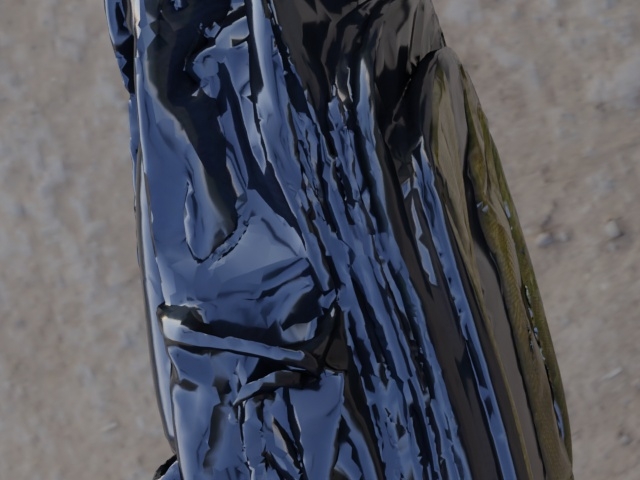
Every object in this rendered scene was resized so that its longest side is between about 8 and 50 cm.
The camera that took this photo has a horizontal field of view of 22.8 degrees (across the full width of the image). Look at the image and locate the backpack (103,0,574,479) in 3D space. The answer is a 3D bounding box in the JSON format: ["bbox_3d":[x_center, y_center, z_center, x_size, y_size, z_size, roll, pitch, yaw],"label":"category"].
[{"bbox_3d":[0.000,0.000,0.499,0.133,0.206,0.258,-8,102,10],"label":"backpack"}]
